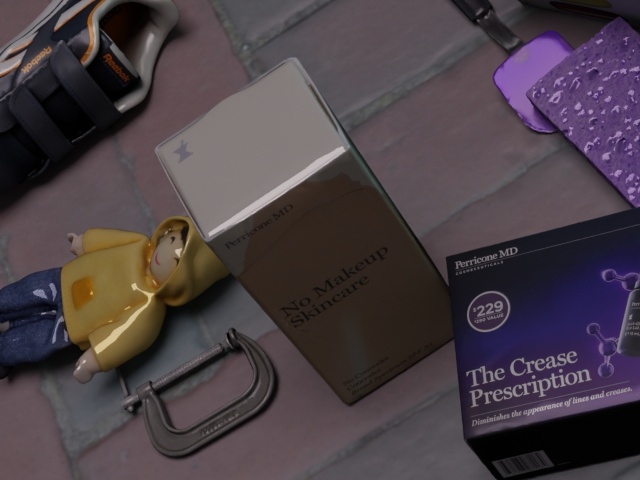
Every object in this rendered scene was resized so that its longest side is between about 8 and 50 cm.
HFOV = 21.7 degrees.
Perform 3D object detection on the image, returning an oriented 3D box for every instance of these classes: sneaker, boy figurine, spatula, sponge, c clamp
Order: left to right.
[{"bbox_3d":[-0.281,-0.167,1.804,0.127,0.126,0.321,23,72,41],"label":"sneaker"},{"bbox_3d":[-0.218,0.058,1.659,0.285,0.092,0.177,-17,52,20],"label":"boy figurine"},{"bbox_3d":[-0.122,0.136,1.604,0.161,0.022,0.137,-26,53,11],"label":"c clamp"},{"bbox_3d":[0.172,-0.216,1.666,0.084,0.030,0.296,-38,52,2],"label":"spatula"},{"bbox_3d":[0.295,-0.104,1.526,0.117,0.031,0.210,-39,57,2],"label":"sponge"}]

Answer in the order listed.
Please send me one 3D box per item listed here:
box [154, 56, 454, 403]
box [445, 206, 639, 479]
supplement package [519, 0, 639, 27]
[{"bbox_3d":[0.000,0.000,1.441,0.148,0.311,0.121,-34,52,5],"label":"box"},{"bbox_3d":[0.249,0.079,1.405,0.261,0.103,0.184,-15,53,18],"label":"box"},{"bbox_3d":[0.281,-0.286,1.564,0.244,0.139,0.134,18,84,39],"label":"supplement package"}]
